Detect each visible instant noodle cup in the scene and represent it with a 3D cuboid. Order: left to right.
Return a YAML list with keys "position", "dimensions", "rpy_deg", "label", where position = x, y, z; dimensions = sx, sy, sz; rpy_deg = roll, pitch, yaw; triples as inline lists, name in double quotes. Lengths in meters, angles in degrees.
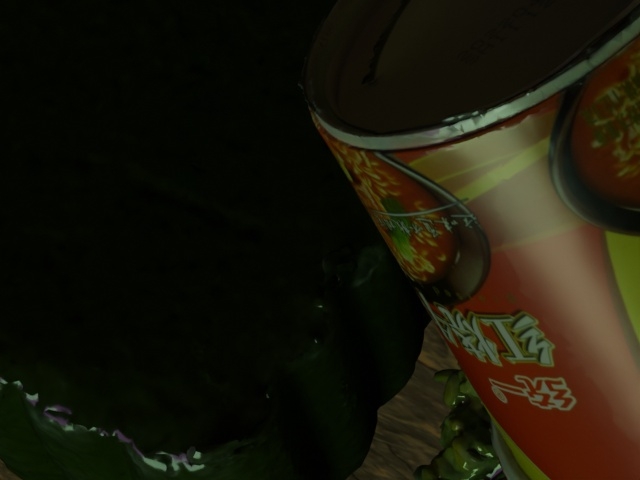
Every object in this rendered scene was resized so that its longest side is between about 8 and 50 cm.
- position: [0.105, -0.032, 0.647]
  dimensions: [0.213, 0.213, 0.174]
  rpy_deg: [2, 138, 51]
  label: "instant noodle cup"

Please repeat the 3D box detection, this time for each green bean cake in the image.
- position: [-0.073, -0.015, 0.827]
  dimensions: [0.250, 0.247, 0.156]
  rpy_deg: [22, 159, 19]
  label: "green bean cake"

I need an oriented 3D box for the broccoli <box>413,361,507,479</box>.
- position: [0.147, 0.130, 0.978]
  dimensions: [0.242, 0.180, 0.273]
  rpy_deg: [35, 159, -17]
  label: "broccoli"
